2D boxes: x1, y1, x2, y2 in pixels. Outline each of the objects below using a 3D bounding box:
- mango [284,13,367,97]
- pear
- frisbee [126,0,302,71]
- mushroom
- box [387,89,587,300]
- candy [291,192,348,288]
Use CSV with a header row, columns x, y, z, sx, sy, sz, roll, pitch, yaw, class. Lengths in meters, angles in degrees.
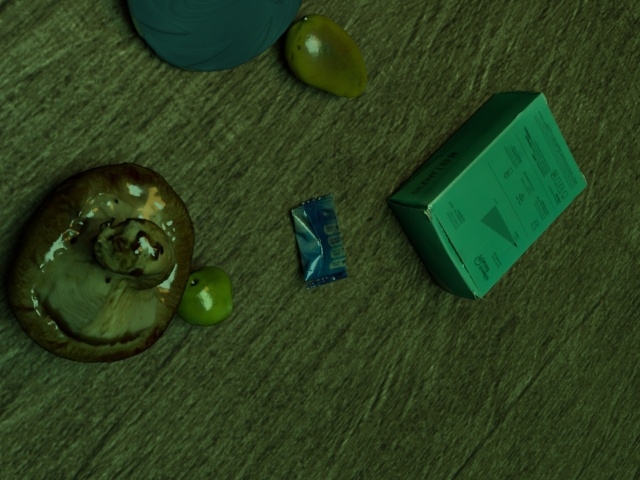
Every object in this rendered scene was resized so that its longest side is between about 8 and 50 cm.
x,y,z,sx,sy,sz,roll,pitch,yaw,class
0.010,-0.273,1.789,0.161,0.076,0.103,34,73,-37,mango
-0.169,0.085,1.716,0.092,0.092,0.097,-42,135,-22,pear
-0.128,-0.362,1.636,0.289,0.049,0.289,-19,127,-26,frisbee
-0.275,0.046,1.574,0.267,0.254,0.267,-12,127,-17,mushroom
0.280,-0.080,1.980,0.311,0.118,0.205,-45,117,-22,box
-0.001,0.000,1.847,0.088,0.038,0.136,-14,96,-36,candy
